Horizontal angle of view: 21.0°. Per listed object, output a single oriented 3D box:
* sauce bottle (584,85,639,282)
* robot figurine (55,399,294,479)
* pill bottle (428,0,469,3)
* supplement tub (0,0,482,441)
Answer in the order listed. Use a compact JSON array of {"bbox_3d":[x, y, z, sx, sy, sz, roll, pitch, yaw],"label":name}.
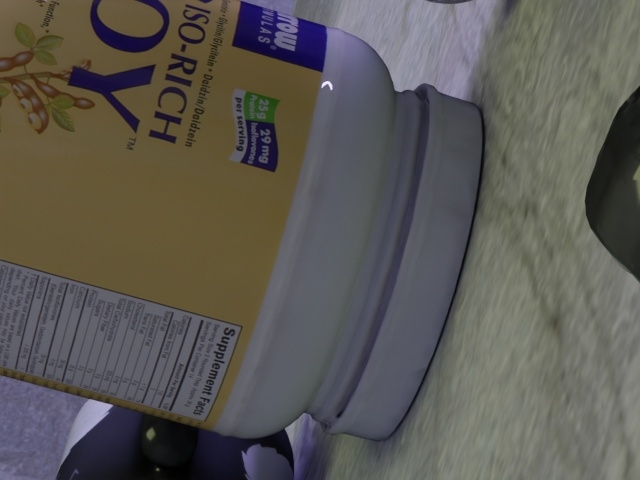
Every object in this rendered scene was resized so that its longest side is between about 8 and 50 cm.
[{"bbox_3d":[0.135,-0.136,0.267,0.111,0.111,0.344,-87,14,-63],"label":"sauce bottle"},{"bbox_3d":[-0.103,0.199,1.205,0.173,0.209,0.278,-32,23,19],"label":"robot figurine"},{"bbox_3d":[0.085,-0.199,0.919,0.160,0.087,0.087,122,162,-66],"label":"pill bottle"},{"bbox_3d":[-0.098,-0.026,0.972,0.241,0.331,0.241,-165,90,-83],"label":"supplement tub"}]
